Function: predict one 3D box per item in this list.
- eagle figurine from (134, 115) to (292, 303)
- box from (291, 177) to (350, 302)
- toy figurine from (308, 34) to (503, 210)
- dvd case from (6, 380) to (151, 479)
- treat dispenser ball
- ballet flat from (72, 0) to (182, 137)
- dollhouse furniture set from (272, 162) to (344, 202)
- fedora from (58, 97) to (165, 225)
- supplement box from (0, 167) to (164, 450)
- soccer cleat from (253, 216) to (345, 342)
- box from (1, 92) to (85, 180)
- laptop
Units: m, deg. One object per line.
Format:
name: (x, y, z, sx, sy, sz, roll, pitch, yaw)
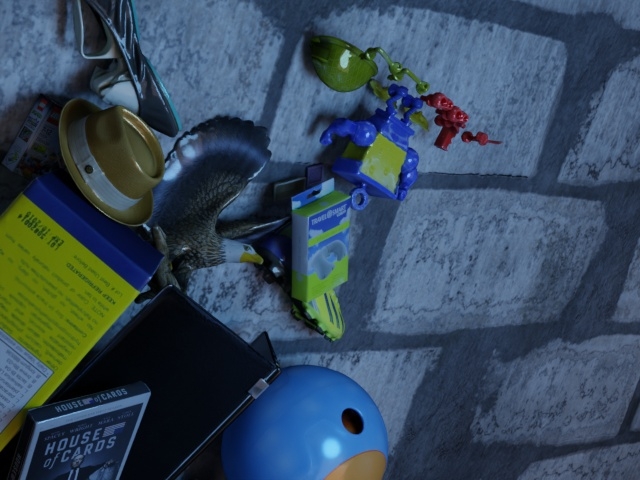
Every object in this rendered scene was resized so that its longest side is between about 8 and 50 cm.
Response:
eagle figurine: (-0.178, -0.014, 1.882, 0.226, 0.225, 0.298, -44, -166, 44)
box: (0.000, 0.000, 2.000, 0.109, 0.042, 0.178, -28, 129, -43)
toy figurine: (0.097, -0.152, 1.994, 0.362, 0.191, 0.217, 29, 86, -44)
dvd case: (-0.333, 0.299, 1.643, 0.179, 0.029, 0.238, -11, 135, -43)
treat dispenser ball: (-0.027, 0.359, 2.133, 0.288, 0.288, 0.288, -22, 127, -32)
ballet flat: (-0.279, -0.253, 1.694, 0.096, 0.095, 0.280, -27, 120, -16)
dollhouse furniture set: (-0.019, -0.062, 2.040, 0.114, 0.081, 0.091, -17, 124, -35)
fedora: (-0.268, -0.116, 1.665, 0.079, 0.194, 0.194, -28, 143, 23)
supplement box: (-0.399, 0.103, 1.626, 0.194, 0.195, 0.356, 42, 94, -7)
soccer cleat: (-0.011, 0.072, 2.123, 0.121, 0.093, 0.289, -51, 138, -16)
box: (-0.337, -0.115, 1.754, 0.207, 0.036, 0.114, 26, 95, -47)
laptop: (-0.275, 0.241, 1.860, 0.382, 0.408, 0.236, -44, 100, 1)
